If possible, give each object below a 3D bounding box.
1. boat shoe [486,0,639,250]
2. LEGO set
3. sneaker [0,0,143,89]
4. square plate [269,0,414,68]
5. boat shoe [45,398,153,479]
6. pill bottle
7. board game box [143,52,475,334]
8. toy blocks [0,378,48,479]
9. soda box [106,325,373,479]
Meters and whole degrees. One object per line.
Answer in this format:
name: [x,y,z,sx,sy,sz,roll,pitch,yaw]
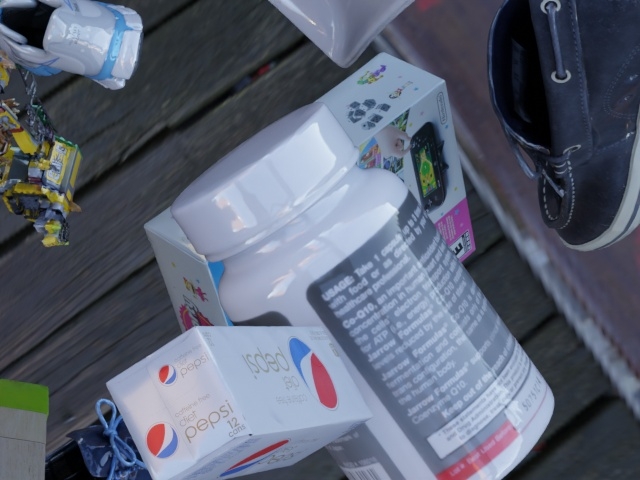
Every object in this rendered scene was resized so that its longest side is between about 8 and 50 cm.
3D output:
boat shoe: [0.217,-0.142,1.499,0.156,0.500,0.187,-2,66,1]
LEGO set: [-0.354,-0.062,1.557,0.254,0.331,0.192,8,62,3]
sneaker: [-0.201,-0.156,1.257,0.083,0.190,0.071,14,91,-34]
square plate: [-0.059,-0.293,1.312,0.347,0.344,0.049,45,79,-3]
boat shoe: [-0.229,0.236,1.819,0.258,0.109,0.089,-38,132,-14]
pill bottle: [0.029,0.050,1.278,0.161,0.161,0.283,-39,102,-17]
board game box: [0.000,0.000,1.655,0.303,0.097,0.224,-38,135,-25]
toy blocks: [-0.316,0.332,1.564,0.190,0.381,0.261,10,117,-14]
soda box: [-0.043,0.099,1.085,0.069,0.216,0.074,-32,77,15]
